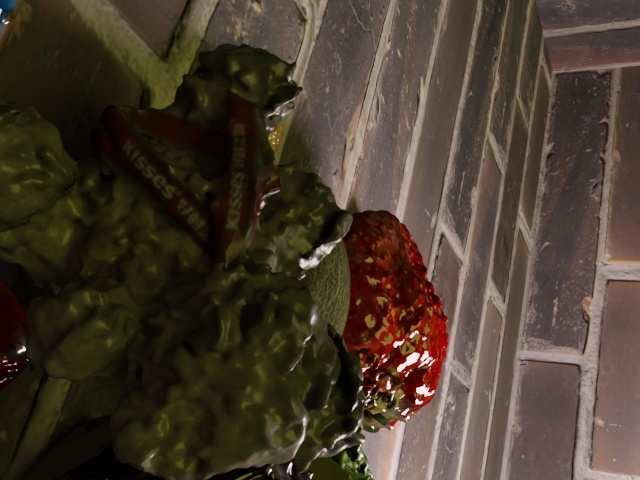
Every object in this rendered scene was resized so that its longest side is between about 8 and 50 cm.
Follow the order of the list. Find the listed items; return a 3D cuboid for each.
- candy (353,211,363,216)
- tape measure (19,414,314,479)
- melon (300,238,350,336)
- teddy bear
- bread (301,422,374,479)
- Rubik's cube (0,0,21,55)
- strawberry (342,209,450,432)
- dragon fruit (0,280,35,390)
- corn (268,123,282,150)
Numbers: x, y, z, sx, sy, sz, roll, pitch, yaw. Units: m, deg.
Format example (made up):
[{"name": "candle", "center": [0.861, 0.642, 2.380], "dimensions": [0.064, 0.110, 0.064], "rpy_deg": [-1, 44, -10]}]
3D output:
[{"name": "candy", "center": [0.090, 0.008, 1.405], "dimensions": [0.062, 0.038, 0.122], "rpy_deg": [-65, 144, -37]}, {"name": "tape measure", "center": [-0.175, 0.267, 0.670], "dimensions": [0.231, 0.271, 0.132], "rpy_deg": [-49, 133, -52]}, {"name": "melon", "center": [-0.081, 0.064, 0.874], "dimensions": [0.237, 0.238, 0.301], "rpy_deg": [54, 42, -49]}, {"name": "teddy bear", "center": [-0.090, 0.022, 0.621], "dimensions": [0.357, 0.367, 0.224], "rpy_deg": [-25, 149, -40]}, {"name": "bread", "center": [-0.043, 0.385, 0.866], "dimensions": [0.376, 0.208, 0.251], "rpy_deg": [-46, 152, -3]}, {"name": "Rubik's cube", "center": [-0.339, -0.177, 0.517], "dimensions": [0.254, 0.255, 0.254], "rpy_deg": [-4, 95, -62]}, {"name": "strawberry", "center": [0.072, 0.106, 1.118], "dimensions": [0.312, 0.267, 0.351], "rpy_deg": [89, 20, -52]}, {"name": "dragon fruit", "center": [-0.317, 0.060, 0.561], "dimensions": [0.120, 0.127, 0.161], "rpy_deg": [-59, 143, -54]}, {"name": "corn", "center": [-0.129, -0.121, 0.930], "dimensions": [0.261, 0.097, 0.097], "rpy_deg": [-46, 130, -51]}]
